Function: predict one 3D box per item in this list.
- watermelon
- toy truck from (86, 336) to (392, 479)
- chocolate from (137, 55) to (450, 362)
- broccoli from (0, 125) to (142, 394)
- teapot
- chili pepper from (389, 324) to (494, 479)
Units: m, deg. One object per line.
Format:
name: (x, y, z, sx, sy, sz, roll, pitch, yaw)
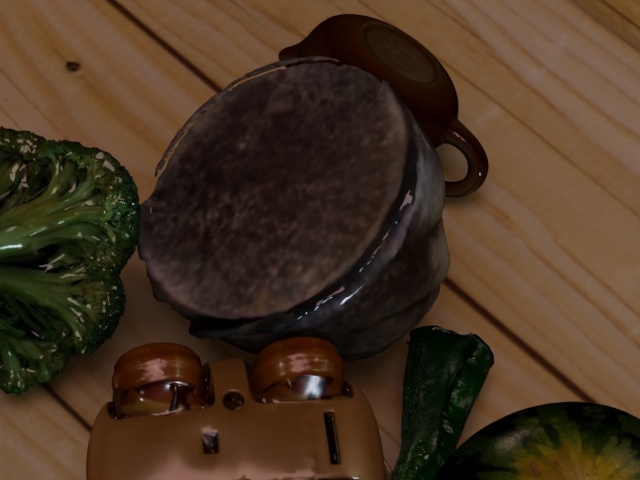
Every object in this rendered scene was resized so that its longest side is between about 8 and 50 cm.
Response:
watermelon: (0.210, 0.274, 1.693, 0.269, 0.269, 0.269, 0, 60, 1)
toy truck: (-0.064, 0.214, 1.754, 0.288, 0.211, 0.204, -5, 59, -6)
chocolate: (0.000, 0.000, 1.875, 0.303, 0.213, 0.303, -16, 54, 24)
broccoli: (-0.298, 0.009, 1.834, 0.269, 0.269, 0.254, -36, 75, -18)
teapot: (0.065, -0.131, 2.012, 0.252, 0.135, 0.178, 42, 33, 7)
chili pepper: (0.098, 0.163, 1.812, 0.088, 0.059, 0.227, 15, 34, 8)
